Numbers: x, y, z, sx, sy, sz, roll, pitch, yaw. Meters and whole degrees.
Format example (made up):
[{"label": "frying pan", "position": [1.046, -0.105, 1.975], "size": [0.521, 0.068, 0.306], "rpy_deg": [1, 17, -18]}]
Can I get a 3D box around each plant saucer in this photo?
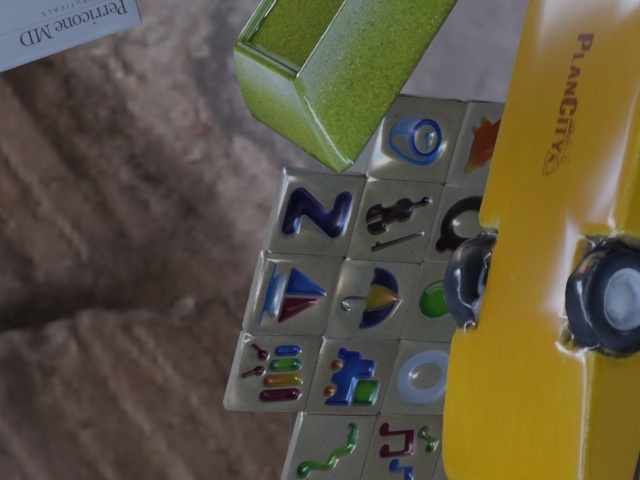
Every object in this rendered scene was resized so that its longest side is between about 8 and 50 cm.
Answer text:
[{"label": "plant saucer", "position": [0.018, -0.145, 1.088], "size": [0.188, 0.045, 0.188], "rpy_deg": [-58, 23, 2]}]

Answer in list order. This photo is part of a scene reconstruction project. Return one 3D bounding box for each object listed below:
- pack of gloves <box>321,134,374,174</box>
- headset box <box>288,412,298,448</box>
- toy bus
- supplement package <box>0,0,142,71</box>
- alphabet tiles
[{"label": "pack of gloves", "position": [0.000, 0.000, 1.777], "size": [0.046, 0.195, 0.232], "rpy_deg": [16, 147, 28]}, {"label": "headset box", "position": [0.031, 0.175, 1.568], "size": [0.293, 0.110, 0.218], "rpy_deg": [-92, 5, -60]}, {"label": "toy bus", "position": [0.154, -0.028, 0.906], "size": [0.108, 0.130, 0.333], "rpy_deg": [5, 80, 57]}, {"label": "supplement package", "position": [-0.174, -0.180, 0.948], "size": [0.105, 0.105, 0.179], "rpy_deg": [21, 130, 63]}, {"label": "alphabet tiles", "position": [0.109, 0.041, 1.279], "size": [0.011, 0.342, 0.285], "rpy_deg": [47, 128, 55]}]
